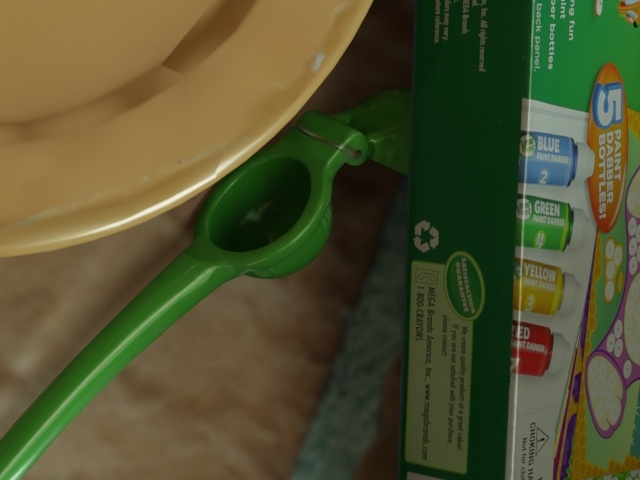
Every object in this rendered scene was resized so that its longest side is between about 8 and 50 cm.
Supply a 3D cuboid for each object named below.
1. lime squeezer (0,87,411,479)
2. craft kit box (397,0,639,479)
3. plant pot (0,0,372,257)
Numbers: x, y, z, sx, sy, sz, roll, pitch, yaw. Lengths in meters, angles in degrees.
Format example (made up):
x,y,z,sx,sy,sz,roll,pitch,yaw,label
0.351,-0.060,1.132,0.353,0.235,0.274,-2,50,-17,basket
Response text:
x,y,z,sx,sy,sz,roll,pitch,yaw,label
0.000,0.000,0.685,0.310,0.059,0.110,-19,138,-32,lime squeezer
0.126,-0.010,0.719,0.247,0.061,0.250,-9,103,-53,craft kit box
-0.106,-0.115,0.458,0.291,0.203,0.291,-7,108,-20,plant pot
